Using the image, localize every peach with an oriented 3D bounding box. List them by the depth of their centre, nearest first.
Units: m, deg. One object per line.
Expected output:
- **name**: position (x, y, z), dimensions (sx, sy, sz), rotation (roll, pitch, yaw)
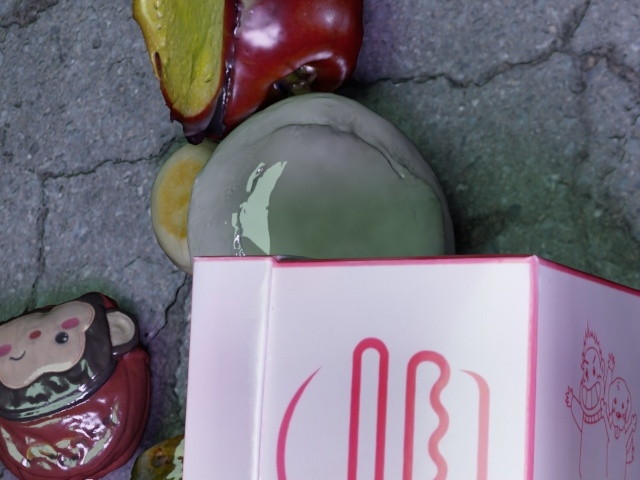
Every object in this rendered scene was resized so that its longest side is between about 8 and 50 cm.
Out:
- **peach**: position (-0.073, -0.270, 1.644), dimensions (0.362, 0.201, 0.258), rotation (62, 141, 40)

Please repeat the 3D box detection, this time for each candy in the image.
- **candy**: position (0.000, 0.000, 1.520), dimensions (0.295, 0.185, 0.296), rotation (0, 90, -1)

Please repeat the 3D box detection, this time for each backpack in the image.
- **backpack**: position (-0.292, 0.178, 1.696), dimensions (0.229, 0.139, 0.229), rotation (-5, 67, 12)

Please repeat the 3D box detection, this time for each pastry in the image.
- **pastry**: position (-0.127, -0.036, 1.676), dimensions (0.156, 0.092, 0.157), rotation (-11, 72, 35)

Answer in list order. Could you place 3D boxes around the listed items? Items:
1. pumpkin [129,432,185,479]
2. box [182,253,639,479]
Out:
- **pumpkin**: position (-0.060, 0.252, 1.497), dimensions (0.280, 0.190, 0.139), rotation (-30, 58, 34)
- **box**: position (0.090, 0.176, 1.215), dimensions (0.300, 0.314, 0.312), rotation (-1, 82, 30)
